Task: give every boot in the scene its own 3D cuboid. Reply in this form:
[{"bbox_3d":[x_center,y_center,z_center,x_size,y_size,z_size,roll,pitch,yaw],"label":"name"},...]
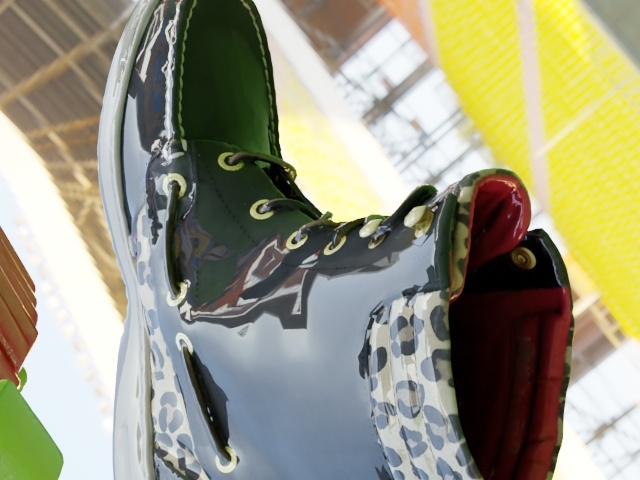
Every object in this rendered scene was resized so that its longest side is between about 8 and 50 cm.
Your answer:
[{"bbox_3d":[0.000,0.000,0.868,0.138,0.284,0.377,14,-108,-44],"label":"boot"}]

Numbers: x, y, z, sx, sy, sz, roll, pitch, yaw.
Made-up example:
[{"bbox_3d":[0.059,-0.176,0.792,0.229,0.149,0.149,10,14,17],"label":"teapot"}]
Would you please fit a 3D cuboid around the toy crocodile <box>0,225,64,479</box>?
[{"bbox_3d":[-0.159,0.037,0.585,0.115,0.105,0.340,62,179,-15],"label":"toy crocodile"}]
